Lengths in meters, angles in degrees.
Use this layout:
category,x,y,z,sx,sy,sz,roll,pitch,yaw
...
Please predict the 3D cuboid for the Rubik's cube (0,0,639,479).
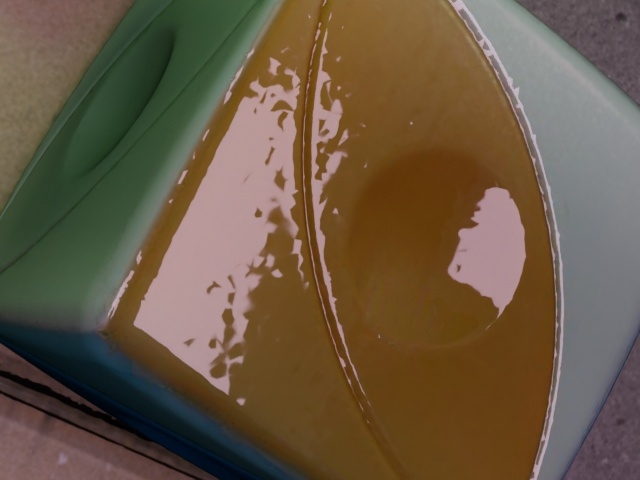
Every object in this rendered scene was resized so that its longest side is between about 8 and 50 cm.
category,x,y,z,sx,sy,sz,roll,pitch,yaw
Rubik's cube,0.000,0.000,1.382,0.352,0.351,0.347,33,79,-19
